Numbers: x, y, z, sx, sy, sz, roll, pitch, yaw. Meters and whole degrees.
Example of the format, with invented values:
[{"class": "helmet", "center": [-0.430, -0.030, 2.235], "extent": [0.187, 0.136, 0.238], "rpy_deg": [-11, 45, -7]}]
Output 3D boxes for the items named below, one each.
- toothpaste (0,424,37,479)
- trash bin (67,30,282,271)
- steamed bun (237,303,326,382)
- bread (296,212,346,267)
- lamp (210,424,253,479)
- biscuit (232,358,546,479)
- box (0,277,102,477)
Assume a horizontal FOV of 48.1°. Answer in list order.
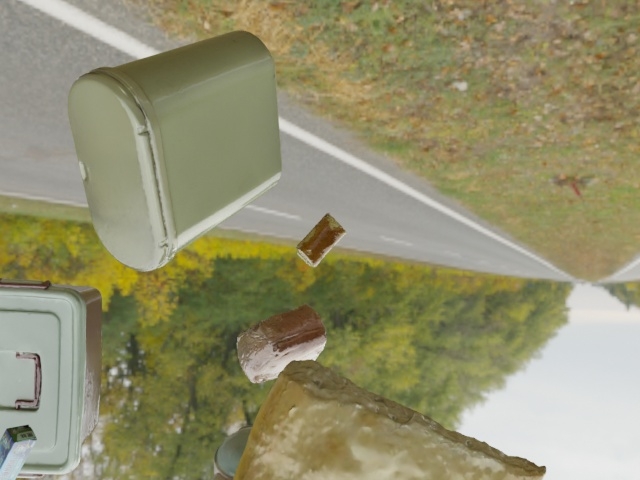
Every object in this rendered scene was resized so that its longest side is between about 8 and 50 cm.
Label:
[{"class": "toothpaste", "center": [-0.251, 0.181, 0.567], "extent": [0.017, 0.083, 0.020], "rpy_deg": [45, -157, 30]}, {"class": "trash bin", "center": [-0.161, -0.116, 0.880], "extent": [0.121, 0.243, 0.247], "rpy_deg": [18, -145, 31]}, {"class": "steamed bun", "center": [-0.078, 0.183, 1.287], "extent": [0.145, 0.106, 0.175], "rpy_deg": [-12, 157, -30]}, {"class": "bread", "center": [0.000, 0.000, 1.164], "extent": [0.047, 0.083, 0.036], "rpy_deg": [43, 167, -1]}, {"class": "lamp", "center": [-0.146, 0.473, 1.504], "extent": [0.179, 0.108, 0.246], "rpy_deg": [7, -153, 21]}, {"class": "biscuit", "center": [0.051, 0.432, 1.108], "extent": [0.429, 0.446, 0.104], "rpy_deg": [30, -178, 9]}, {"class": "box", "center": [-0.438, 0.198, 1.111], "extent": [0.193, 0.294, 0.167], "rpy_deg": [3, -176, 1]}]
